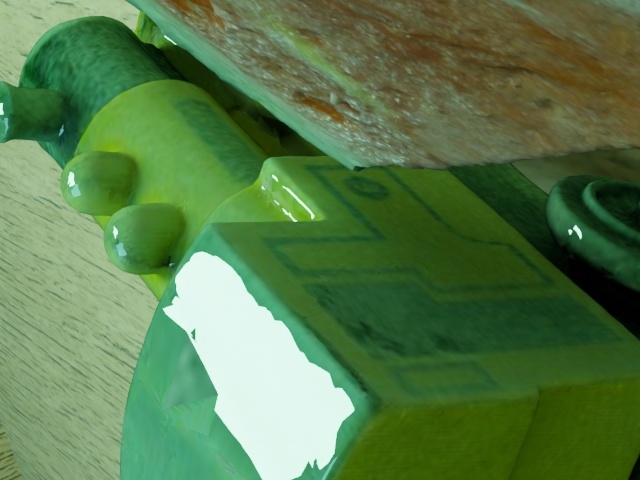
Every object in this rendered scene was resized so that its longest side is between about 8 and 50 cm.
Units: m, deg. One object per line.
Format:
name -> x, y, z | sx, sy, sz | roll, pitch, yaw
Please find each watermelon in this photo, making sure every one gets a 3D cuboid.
watermelon -> 0.000, -0.111, 0.507 | 0.293, 0.250, 0.283 | -86, -20, -53

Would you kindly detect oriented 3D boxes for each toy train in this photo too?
toy train -> 0.000, 0.000, 0.718 | 0.369, 0.237, 0.150 | 45, 126, 45
